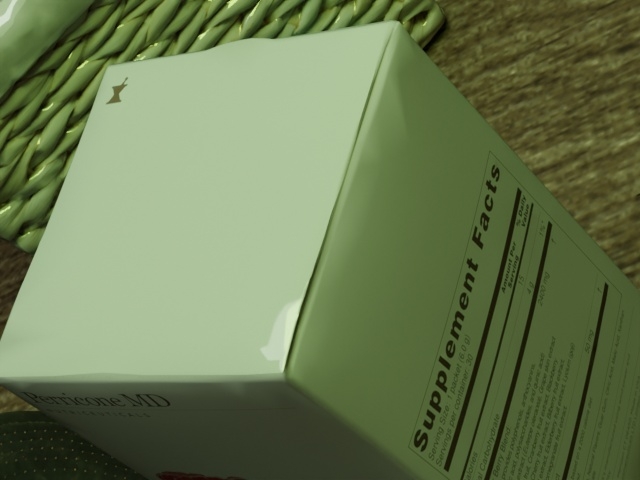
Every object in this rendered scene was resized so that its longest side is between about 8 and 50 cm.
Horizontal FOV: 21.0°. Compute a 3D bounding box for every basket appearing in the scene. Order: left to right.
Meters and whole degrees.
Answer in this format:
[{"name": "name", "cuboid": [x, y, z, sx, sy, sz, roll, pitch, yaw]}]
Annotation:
[{"name": "basket", "cuboid": [-0.152, -0.176, 1.169, 0.331, 0.266, 0.328, -48, 42, 2]}]

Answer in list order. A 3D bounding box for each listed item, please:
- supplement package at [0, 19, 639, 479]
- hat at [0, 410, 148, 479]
[{"name": "supplement package", "cuboid": [0.021, 0.054, 0.840, 0.177, 0.293, 0.175, -4, 58, 38]}, {"name": "hat", "cuboid": [-0.148, 0.244, 0.917, 0.331, 0.331, 0.134, 60, 141, 46]}]
